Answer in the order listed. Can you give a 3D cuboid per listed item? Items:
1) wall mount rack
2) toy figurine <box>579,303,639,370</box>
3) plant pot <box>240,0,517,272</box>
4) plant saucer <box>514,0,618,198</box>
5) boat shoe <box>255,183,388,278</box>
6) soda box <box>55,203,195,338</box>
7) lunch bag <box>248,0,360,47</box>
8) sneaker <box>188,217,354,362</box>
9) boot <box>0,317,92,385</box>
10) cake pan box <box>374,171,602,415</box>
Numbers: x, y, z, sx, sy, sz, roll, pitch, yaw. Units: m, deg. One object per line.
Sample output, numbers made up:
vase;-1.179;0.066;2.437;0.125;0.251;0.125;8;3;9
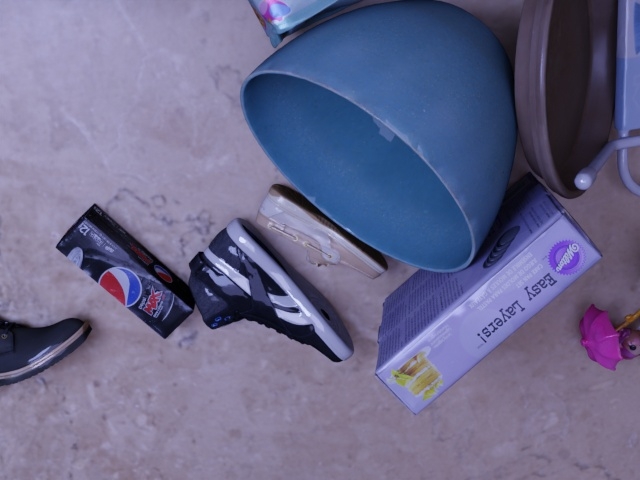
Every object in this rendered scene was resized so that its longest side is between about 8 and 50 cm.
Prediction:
wall mount rack;0.362;-0.195;0.922;0.304;0.130;0.350;-12;109;-20
toy figurine;0.403;0.101;1.073;0.159;0.130;0.173;-38;131;22
plant pot;0.090;-0.133;0.900;0.290;0.290;0.195;44;72;-15
plant saucer;0.260;-0.183;0.903;0.041;0.278;0.278;8;110;31
boat shoe;0.000;0.000;1.028;0.170;0.063;0.059;34;108;-6
soda box;-0.226;0.037;1.022;0.169;0.060;0.053;43;101;-15
lunch bag;0.016;-0.351;0.864;0.262;0.160;0.223;-28;96;1
sneaker;-0.069;0.087;1.045;0.121;0.079;0.217;-41;97;12
boot;-0.389;0.102;1.029;0.198;0.077;0.137;-24;102;3
cake pan box;0.169;0.044;0.944;0.246;0.267;0.070;-42;96;12
